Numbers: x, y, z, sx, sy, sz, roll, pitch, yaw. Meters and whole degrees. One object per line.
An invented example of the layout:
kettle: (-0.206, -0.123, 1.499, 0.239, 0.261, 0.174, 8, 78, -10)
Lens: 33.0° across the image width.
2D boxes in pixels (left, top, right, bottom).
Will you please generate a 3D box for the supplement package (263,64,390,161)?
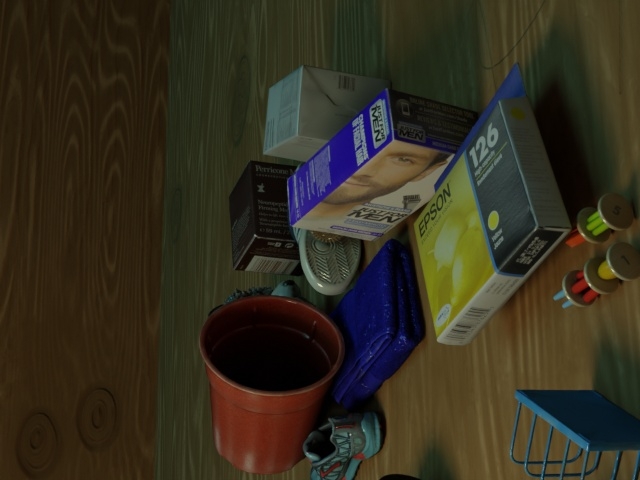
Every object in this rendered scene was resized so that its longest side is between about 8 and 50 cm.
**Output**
supplement package: (0.010, -0.248, 2.196, 0.203, 0.194, 0.149, 165, 111, -67)

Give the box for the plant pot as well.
plant pot: (-0.102, 0.292, 2.087, 0.272, 0.273, 0.265, -110, 21, -49)

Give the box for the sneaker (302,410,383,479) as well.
sneaker: (0.017, 0.397, 2.077, 0.262, 0.125, 0.104, 121, 148, -46)

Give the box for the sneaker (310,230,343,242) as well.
sneaker: (0.076, -0.134, 2.128, 0.282, 0.099, 0.153, -47, 19, 35)

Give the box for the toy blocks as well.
toy blocks: (0.354, 0.021, 1.430, 0.148, 0.054, 0.123, 134, 137, -58)

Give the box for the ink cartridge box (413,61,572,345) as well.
ink cartridge box: (0.231, -0.054, 1.588, 0.303, 0.072, 0.307, 120, 147, -48)

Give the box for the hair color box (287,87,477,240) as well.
hair color box: (0.103, -0.120, 1.874, 0.339, 0.185, 0.110, -41, 48, 49)

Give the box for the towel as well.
towel: (0.087, 0.163, 2.039, 0.308, 0.076, 0.227, 124, 145, -50)

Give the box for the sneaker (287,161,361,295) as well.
sneaker: (0.000, 0.000, 2.267, 0.148, 0.131, 0.350, 109, 162, -45)

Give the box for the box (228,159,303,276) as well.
box: (-0.104, -0.047, 2.461, 0.167, 0.169, 0.203, 126, 144, -54)

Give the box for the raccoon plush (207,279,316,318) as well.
raccoon plush: (-0.077, 0.292, 2.370, 0.299, 0.216, 0.446, 24, 131, 56)

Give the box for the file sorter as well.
file sorter: (0.326, 0.263, 1.343, 0.170, 0.118, 0.104, -143, 60, -66)

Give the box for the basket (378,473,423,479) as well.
basket: (0.119, 0.512, 1.760, 0.204, 0.154, 0.226, -129, 53, -60)

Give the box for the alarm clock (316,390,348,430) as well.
alarm clock: (0.007, 0.347, 2.213, 0.129, 0.064, 0.192, -143, 59, -66)
